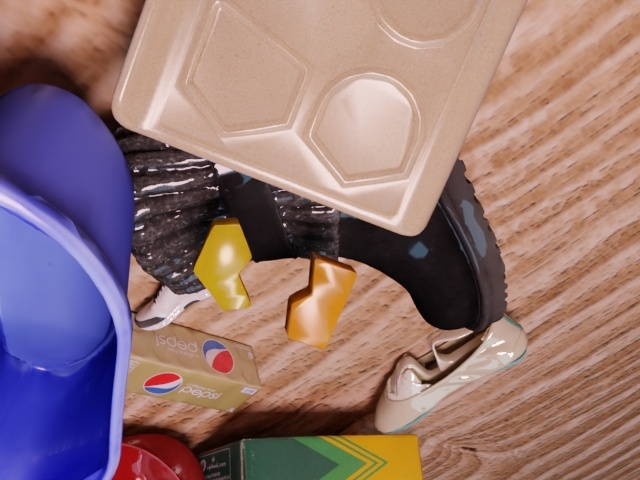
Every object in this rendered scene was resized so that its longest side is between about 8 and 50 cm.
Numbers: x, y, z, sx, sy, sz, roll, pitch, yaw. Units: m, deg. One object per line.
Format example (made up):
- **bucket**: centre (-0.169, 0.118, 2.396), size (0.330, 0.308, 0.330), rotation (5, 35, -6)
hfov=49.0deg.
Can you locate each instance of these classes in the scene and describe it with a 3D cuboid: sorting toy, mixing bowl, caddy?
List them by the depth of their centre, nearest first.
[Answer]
- **caddy**: centre (-0.234, 0.059, 0.417), size (0.242, 0.179, 0.341), rotation (7, 130, -12)
- **sorting toy**: centre (-0.010, -0.091, 0.465), size (0.229, 0.041, 0.307), rotation (20, 101, -15)
- **mixing bowl**: centre (-0.216, 0.317, 0.900), size (0.181, 0.181, 0.098), rotation (-41, 178, 24)

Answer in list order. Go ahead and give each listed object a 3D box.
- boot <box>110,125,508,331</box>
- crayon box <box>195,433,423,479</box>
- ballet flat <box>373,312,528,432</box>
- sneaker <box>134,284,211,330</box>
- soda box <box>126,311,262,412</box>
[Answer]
- **boot**: centre (-0.002, -0.003, 0.612), size (0.260, 0.131, 0.347), rotation (-28, 126, 1)
- **crayon box**: centre (-0.004, 0.329, 0.992), size (0.323, 0.083, 0.203), rotation (8, 154, -29)
- **ballet flat**: centre (0.154, 0.169, 0.940), size (0.248, 0.086, 0.086), rotation (-36, 138, 16)
- **sneaker**: centre (-0.147, 0.050, 0.704), size (0.109, 0.040, 0.043), rotation (-35, 122, 12)
- **soda box**: centre (-0.154, 0.136, 0.774), size (0.058, 0.061, 0.181), rotation (-41, 136, 24)
